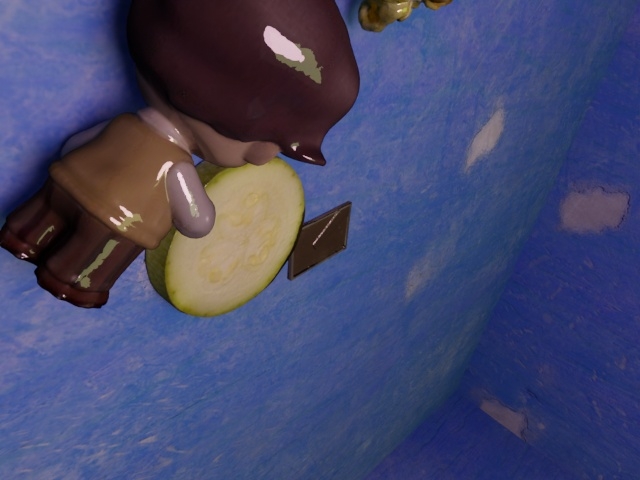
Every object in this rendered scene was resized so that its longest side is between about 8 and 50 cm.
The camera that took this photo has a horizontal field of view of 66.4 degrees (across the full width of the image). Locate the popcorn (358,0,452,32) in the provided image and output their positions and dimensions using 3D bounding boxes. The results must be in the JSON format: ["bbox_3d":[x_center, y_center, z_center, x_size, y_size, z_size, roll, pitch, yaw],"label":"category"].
[{"bbox_3d":[0.094,-0.339,0.593,0.162,0.135,0.142,-29,159,36],"label":"popcorn"}]

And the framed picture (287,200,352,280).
[{"bbox_3d":[0.000,0.000,0.881,0.149,0.011,0.109,-29,139,-37],"label":"framed picture"}]

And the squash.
[{"bbox_3d":[-0.119,-0.009,0.687,0.252,0.049,0.252,-35,142,-34],"label":"squash"}]

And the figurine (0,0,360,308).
[{"bbox_3d":[-0.113,-0.106,0.460,0.365,0.218,0.206,-55,150,10],"label":"figurine"}]
